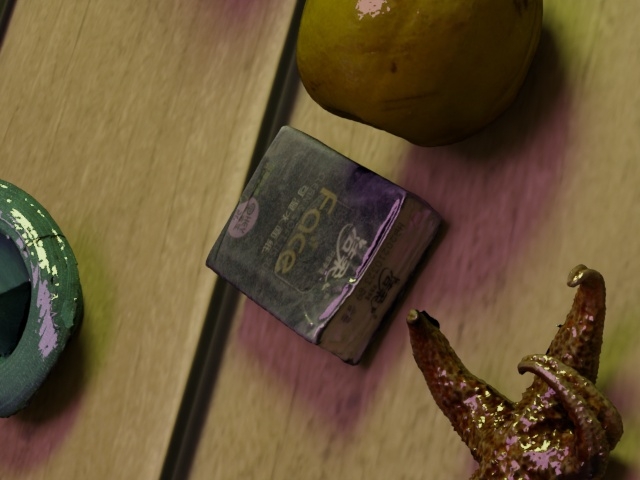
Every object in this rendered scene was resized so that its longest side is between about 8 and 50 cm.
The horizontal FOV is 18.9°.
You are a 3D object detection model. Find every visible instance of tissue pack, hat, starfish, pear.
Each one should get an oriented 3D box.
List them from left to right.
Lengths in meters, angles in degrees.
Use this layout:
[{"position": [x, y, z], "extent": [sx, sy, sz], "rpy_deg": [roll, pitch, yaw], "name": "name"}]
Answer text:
[{"position": [-0.227, 0.042, 1.457], "extent": [0.138, 0.078, 0.191], "rpy_deg": [-44, 59, 34], "name": "hat"}, {"position": [0.000, 0.000, 1.238], "extent": [0.156, 0.051, 0.112], "rpy_deg": [32, 92, 53], "name": "tissue pack"}, {"position": [0.065, -0.135, 1.172], "extent": [0.162, 0.149, 0.149], "rpy_deg": [-58, 38, 4], "name": "pear"}, {"position": [0.097, 0.097, 1.050], "extent": [0.146, 0.074, 0.190], "rpy_deg": [29, 90, 51], "name": "starfish"}]
